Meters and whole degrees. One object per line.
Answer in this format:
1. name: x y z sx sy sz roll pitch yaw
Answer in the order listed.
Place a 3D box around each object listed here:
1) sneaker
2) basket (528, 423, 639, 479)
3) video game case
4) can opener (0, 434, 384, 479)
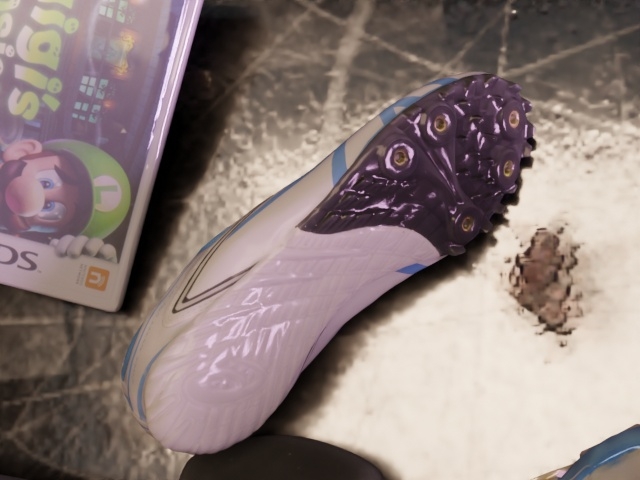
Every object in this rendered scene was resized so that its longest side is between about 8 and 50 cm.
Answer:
1. sneaker: 0.000 0.000 0.519 0.237 0.085 0.086 -41 32 -7
2. basket: 0.202 0.175 0.348 0.255 0.201 0.289 -30 42 7
3. video game case: -0.161 -0.076 0.548 0.173 0.022 0.190 15 95 -6
4. can opener: -0.108 0.139 0.529 0.281 0.074 0.093 3 45 13
